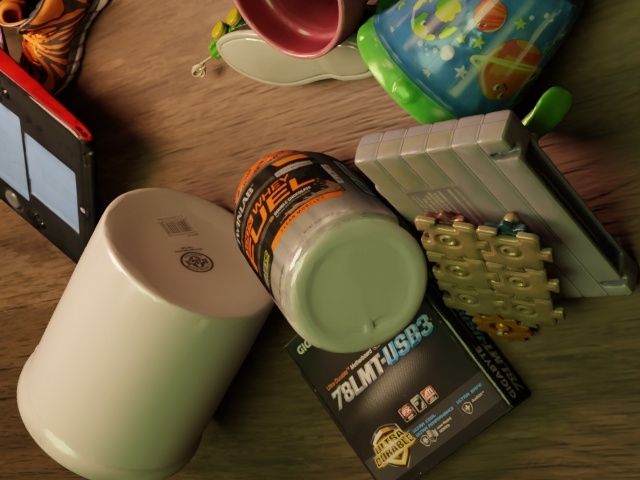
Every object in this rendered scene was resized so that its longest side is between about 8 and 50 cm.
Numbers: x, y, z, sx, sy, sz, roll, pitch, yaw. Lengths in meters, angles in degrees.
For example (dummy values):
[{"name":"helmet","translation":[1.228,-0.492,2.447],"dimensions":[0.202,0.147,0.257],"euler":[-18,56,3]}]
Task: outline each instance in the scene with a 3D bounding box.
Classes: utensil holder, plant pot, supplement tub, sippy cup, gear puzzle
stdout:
[{"name":"utensil holder","translation":[-0.277,0.156,2.000],"dimensions":[0.327,0.327,0.385],"euler":[45,125,19]},{"name":"plant pot","translation":[0.002,-0.375,1.659],"dimensions":[0.201,0.180,0.201],"euler":[26,140,25]},{"name":"supplement tub","translation":[0.000,0.000,1.727],"dimensions":[0.338,0.207,0.207],"euler":[-132,43,-61]},{"name":"sippy cup","translation":[0.202,-0.271,1.557],"dimensions":[0.305,0.240,0.224],"euler":[42,116,1]},{"name":"gear puzzle","translation":[0.238,0.053,1.618],"dimensions":[0.175,0.044,0.339],"euler":[10,153,22]}]

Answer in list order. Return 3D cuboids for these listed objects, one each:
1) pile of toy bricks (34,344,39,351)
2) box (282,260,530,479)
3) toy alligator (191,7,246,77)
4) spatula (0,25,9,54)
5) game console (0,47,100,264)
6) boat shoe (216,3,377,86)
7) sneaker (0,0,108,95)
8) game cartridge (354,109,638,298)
[{"name":"pile of toy bricks","translation":[-0.456,0.189,2.311],"dimensions":[0.105,0.118,0.212],"euler":[29,117,-17]},{"name":"box","translation":[0.120,0.195,1.849],"dimensions":[0.293,0.073,0.295],"euler":[54,127,10]},{"name":"toy alligator","translation":[-0.143,-0.323,1.922],"dimensions":[0.189,0.056,0.051],"euler":[-33,40,41]},{"name":"spatula","translation":[-0.605,-0.380,2.226],"dimensions":[0.296,0.030,0.084],"euler":[41,146,46]},{"name":"game console","translation":[-0.515,-0.149,2.178],"dimensions":[0.342,0.060,0.387],"euler":[42,149,22]},{"name":"boat shoe","translation":[-0.020,-0.293,1.806],"dimensions":[0.302,0.091,0.114],"euler":[9,148,35]},{"name":"sneaker","translation":[-0.493,-0.364,2.101],"dimensions":[0.124,0.180,0.321],"euler":[47,128,18]},{"name":"game cartridge","translation":[0.227,-0.034,1.565],"dimensions":[0.230,0.068,0.355],"euler":[-1,147,42]}]
